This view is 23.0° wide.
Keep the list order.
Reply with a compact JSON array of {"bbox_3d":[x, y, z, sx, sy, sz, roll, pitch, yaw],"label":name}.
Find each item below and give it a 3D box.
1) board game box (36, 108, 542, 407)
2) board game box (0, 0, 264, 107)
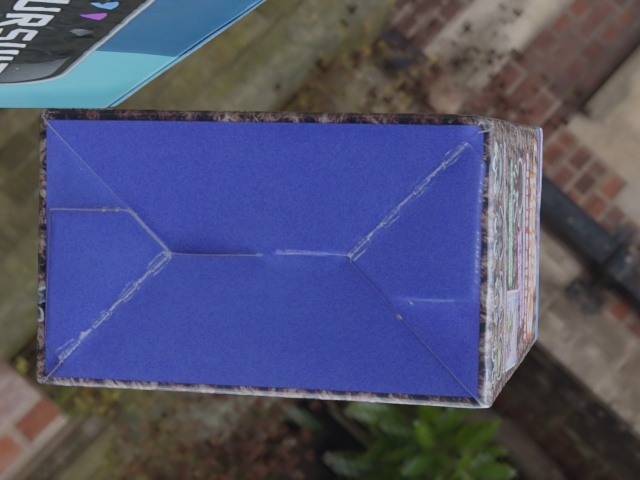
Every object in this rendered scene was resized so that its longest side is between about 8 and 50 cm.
[{"bbox_3d":[0.000,0.000,0.902,0.291,0.232,0.141,-14,106,-78],"label":"board game box"},{"bbox_3d":[-0.164,-0.083,0.260,0.336,0.079,0.254,-2,175,-23],"label":"board game box"}]
